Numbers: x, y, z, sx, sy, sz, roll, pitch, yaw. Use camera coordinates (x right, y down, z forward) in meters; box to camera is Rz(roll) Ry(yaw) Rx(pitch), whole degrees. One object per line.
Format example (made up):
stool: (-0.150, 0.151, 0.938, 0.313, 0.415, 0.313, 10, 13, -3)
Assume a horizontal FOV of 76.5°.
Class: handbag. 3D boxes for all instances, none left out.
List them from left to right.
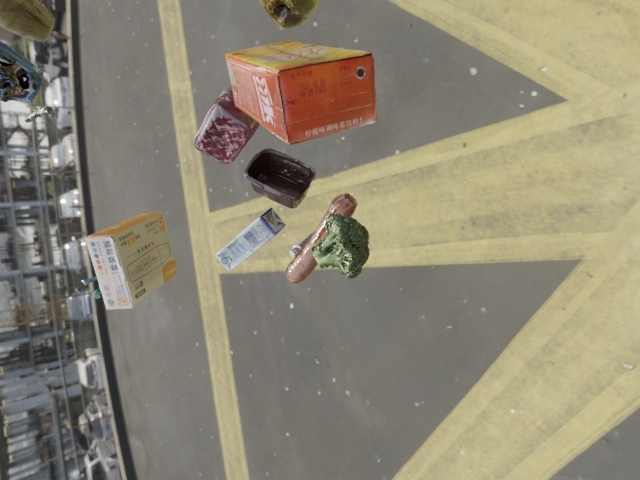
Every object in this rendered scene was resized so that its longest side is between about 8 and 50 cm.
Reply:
handbag: (-0.274, -0.344, 1.222, 0.225, 0.146, 0.135, -39, 24, 47)

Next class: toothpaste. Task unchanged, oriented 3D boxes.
toothpaste: (-0.023, -0.006, 1.631, 0.075, 0.301, 0.048, 26, 126, 24)

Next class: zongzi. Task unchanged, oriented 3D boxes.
zongzi: (-0.596, -0.468, 0.799, 0.198, 0.194, 0.099, 19, 89, 21)

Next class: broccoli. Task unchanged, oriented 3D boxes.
broccoli: (0.051, 0.015, 0.926, 0.162, 0.138, 0.145, 59, 177, 45)

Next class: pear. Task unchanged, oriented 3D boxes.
pear: (-0.073, -0.611, 0.985, 0.167, 0.167, 0.136, -5, 67, 51)

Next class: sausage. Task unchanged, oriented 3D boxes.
sausage: (0.000, 0.000, 1.441, 0.419, 0.094, 0.094, -55, 23, 30)

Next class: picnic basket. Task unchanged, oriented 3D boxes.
picnic basket: (-0.181, -0.270, 1.828, 0.297, 0.222, 0.129, 26, 151, 8)

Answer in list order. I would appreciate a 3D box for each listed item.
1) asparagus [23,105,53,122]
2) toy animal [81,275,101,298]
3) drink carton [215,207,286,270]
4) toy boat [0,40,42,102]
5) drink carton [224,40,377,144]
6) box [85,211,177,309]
asparagus: (-0.532, -0.237, 0.764, 0.127, 0.018, 0.015, 4, 104, 40)
toy animal: (-0.636, 0.129, 1.257, 0.103, 0.208, 0.100, -22, 87, 12)
drink carton: (-0.309, -0.003, 1.778, 0.315, 0.130, 0.106, -36, 98, 26)
toy boat: (-0.534, -0.265, 0.583, 0.100, 0.223, 0.097, -38, 58, 23)
drink carton: (-0.034, -0.174, 0.454, 0.223, 0.096, 0.071, -133, 29, -53)
box: (-0.539, 0.048, 1.192, 0.091, 0.274, 0.220, -5, 109, 9)
